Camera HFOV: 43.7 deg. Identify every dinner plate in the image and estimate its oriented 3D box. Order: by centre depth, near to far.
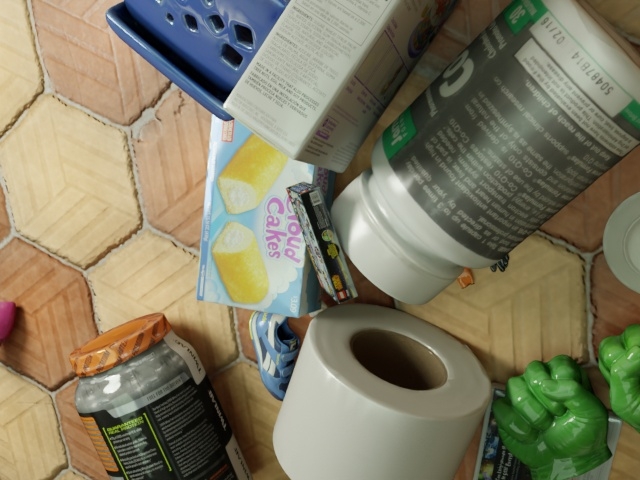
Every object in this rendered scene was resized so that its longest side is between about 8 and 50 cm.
[{"bbox_3d":[0.412,0.005,0.953,0.141,0.017,0.141,6,108,19],"label":"dinner plate"}]

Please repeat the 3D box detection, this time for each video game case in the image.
[{"bbox_3d":[0.303,0.299,1.088,0.173,0.022,0.191,12,112,17],"label":"video game case"}]

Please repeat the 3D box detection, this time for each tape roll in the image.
[{"bbox_3d":[0.076,0.216,1.025,0.246,0.246,0.169,24,113,12],"label":"tape roll"}]

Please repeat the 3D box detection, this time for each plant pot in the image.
[{"bbox_3d":[-0.098,-0.293,0.928,0.236,0.236,0.212,38,135,7],"label":"plant pot"}]

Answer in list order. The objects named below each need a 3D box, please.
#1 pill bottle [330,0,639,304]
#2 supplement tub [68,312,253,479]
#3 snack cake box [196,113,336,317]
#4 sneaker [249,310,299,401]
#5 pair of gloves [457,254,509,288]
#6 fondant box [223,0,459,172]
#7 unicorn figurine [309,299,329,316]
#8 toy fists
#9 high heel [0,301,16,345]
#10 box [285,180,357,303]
[{"bbox_3d":[0.189,-0.099,0.900,0.204,0.204,0.361,46,116,2],"label":"pill bottle"},{"bbox_3d":[-0.241,0.281,1.197,0.193,0.193,0.316,-17,100,25],"label":"supplement tub"},{"bbox_3d":[-0.067,-0.043,1.052,0.152,0.089,0.265,8,96,20],"label":"snack cake box"},{"bbox_3d":[-0.059,0.169,1.169,0.059,0.053,0.144,-10,104,22],"label":"sneaker"},{"bbox_3d":[0.200,0.017,1.042,0.083,0.010,0.074,-26,95,23],"label":"pair of gloves"},{"bbox_3d":[0.057,-0.236,0.841,0.096,0.238,0.330,37,98,9],"label":"fondant box"},{"bbox_3d":[-0.039,0.056,1.120,0.111,0.060,0.162,1,109,24],"label":"unicorn figurine"},{"bbox_3d":[0.350,0.195,0.981,0.279,0.096,0.142,-25,85,19],"label":"toy fists"},{"bbox_3d":[-0.631,0.116,1.375,0.244,0.082,0.117,23,86,26],"label":"high heel"},{"bbox_3d":[0.000,0.000,0.946,0.027,0.094,0.137,-21,101,-8],"label":"box"}]
